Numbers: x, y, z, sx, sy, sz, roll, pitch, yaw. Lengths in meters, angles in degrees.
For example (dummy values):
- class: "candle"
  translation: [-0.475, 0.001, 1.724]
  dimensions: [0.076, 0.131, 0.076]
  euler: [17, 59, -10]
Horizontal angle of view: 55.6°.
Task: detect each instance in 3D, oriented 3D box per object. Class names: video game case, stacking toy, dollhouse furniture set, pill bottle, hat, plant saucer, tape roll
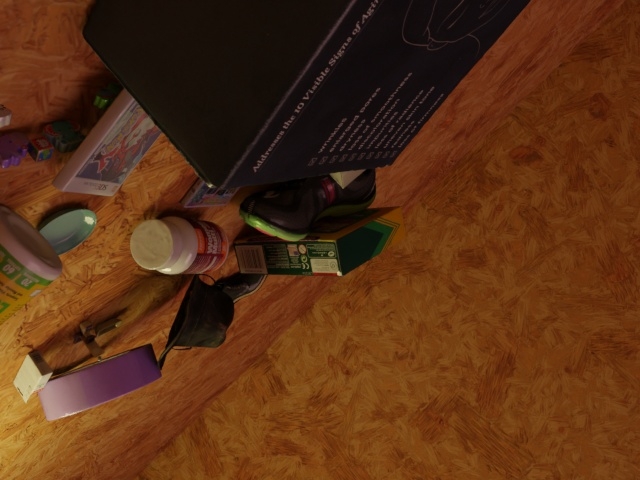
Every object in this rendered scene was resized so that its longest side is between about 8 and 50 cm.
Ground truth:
- class: "video game case"
  translation: [-0.287, -0.151, 0.896]
  dimensions: [0.201, 0.023, 0.183]
  euler: [-52, 180, 3]
- class: "stacking toy"
  translation: [-0.376, -0.132, 0.810]
  dimensions: [0.221, 0.052, 0.167]
  euler: [-28, 162, -49]
- class: "dollhouse furniture set"
  translation: [-0.505, 0.225, 1.437]
  dimensions: [0.114, 0.081, 0.091]
  euler: [-27, 159, -47]
- class: "pill bottle"
  translation: [-0.295, 0.011, 1.290]
  dimensions: [0.121, 0.121, 0.221]
  euler: [-45, 166, 11]
- class: "hat"
  translation: [-0.292, 0.198, 1.515]
  dimensions: [0.331, 0.134, 0.331]
  euler: [-61, -168, 22]
- class: "plant saucer"
  translation: [-0.438, -0.017, 1.027]
  dimensions: [0.119, 0.021, 0.119]
  euler: [-39, 166, -11]
- class: "video game case"
  translation: [-0.212, -0.129, 1.311]
  dimensions: [0.143, 0.019, 0.157]
  euler: [-47, 166, 21]
- class: "pill bottle"
  translation: [-0.511, 0.076, 0.868]
  dimensions: [0.246, 0.136, 0.136]
  euler: [-41, 166, -5]
- class: "tape roll"
  translation: [-0.530, 0.337, 1.466]
  dimensions: [0.275, 0.090, 0.275]
  euler: [-19, 178, -1]

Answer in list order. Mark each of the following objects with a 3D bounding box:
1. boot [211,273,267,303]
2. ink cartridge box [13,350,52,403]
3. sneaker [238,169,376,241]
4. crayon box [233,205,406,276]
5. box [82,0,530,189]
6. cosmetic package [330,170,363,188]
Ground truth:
- class: "boot"
  translation: [-0.255, 0.132, 1.865]
  dimensions: [0.198, 0.077, 0.137]
  euler: [-42, 161, -4]
- class: "ink cartridge box"
  translation: [-0.639, 0.303, 1.346]
  dimensions: [0.029, 0.063, 0.115]
  euler: [-17, 152, -54]
- class: "sneaker"
  translation: [-0.024, -0.144, 1.549]
  dimensions: [0.483, 0.185, 0.202]
  euler: [-28, 138, -47]
- class: "crayon box"
  translation: [0.000, 0.000, 1.672]
  dimensions: [0.363, 0.106, 0.313]
  euler: [-1, -164, 40]
- class: "box"
  translation: [0.045, -0.345, 0.794]
  dimensions: [0.480, 0.297, 0.472]
  euler: [-49, 166, 28]
- class: "cosmetic package"
  translation: [0.115, -0.289, 1.432]
  dimensions: [0.309, 0.160, 0.113]
  euler: [-41, 165, -9]
